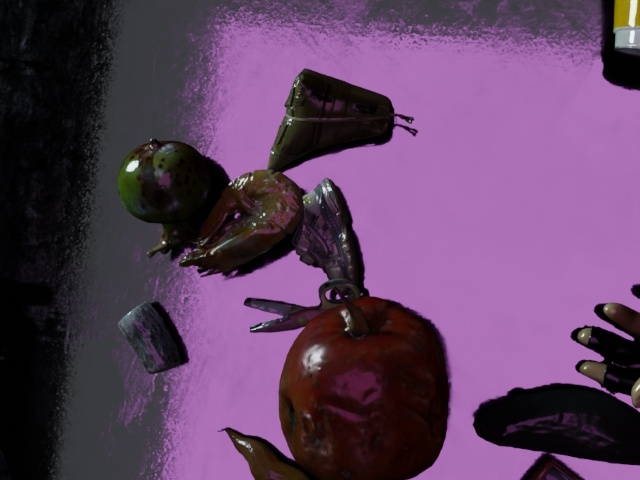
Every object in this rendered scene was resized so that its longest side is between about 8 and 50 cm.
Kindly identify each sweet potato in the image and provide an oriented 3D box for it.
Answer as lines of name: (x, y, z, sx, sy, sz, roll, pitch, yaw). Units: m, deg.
sweet potato: (-0.078, 0.342, 1.554, 0.195, 0.056, 0.056, 38, 92, 15)

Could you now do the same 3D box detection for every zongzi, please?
zongzi: (0.026, -0.152, 1.573, 0.189, 0.081, 0.178, 18, 111, -5)

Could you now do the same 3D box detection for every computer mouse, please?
computer mouse: (0.351, 0.251, 1.452, 0.270, 0.137, 0.086, 6, 91, 7)

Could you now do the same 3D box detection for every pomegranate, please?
pomegranate: (-0.229, -0.069, 1.561, 0.148, 0.148, 0.169, -18, 90, 7)

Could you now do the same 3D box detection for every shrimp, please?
shrimp: (-0.123, -0.024, 1.532, 0.217, 0.051, 0.115, -34, 75, 10)

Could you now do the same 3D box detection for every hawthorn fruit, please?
hawthorn fruit: (0.064, 0.216, 1.443, 0.258, 0.258, 0.262, 35, 113, 9)

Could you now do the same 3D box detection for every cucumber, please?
cucumber: (-0.260, 0.153, 1.589, 0.064, 0.064, 0.112, -34, 85, 5)

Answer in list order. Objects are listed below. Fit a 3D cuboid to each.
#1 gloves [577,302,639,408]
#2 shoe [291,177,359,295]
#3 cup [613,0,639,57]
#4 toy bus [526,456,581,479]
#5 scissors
gloves: (0.504, 0.147, 1.422, 0.301, 0.197, 0.152, -5, 120, 24)
shoe: (0.000, 0.000, 1.545, 0.092, 0.089, 0.180, -15, 82, 6)
cup: (0.498, -0.400, 1.458, 0.196, 0.196, 0.279, 9, 95, 9)
toy bus: (0.393, 0.410, 1.470, 0.235, 0.073, 0.096, 35, 85, 10)
scissors: (-0.025, 0.113, 1.551, 0.187, 0.020, 0.133, -1, 120, 17)
